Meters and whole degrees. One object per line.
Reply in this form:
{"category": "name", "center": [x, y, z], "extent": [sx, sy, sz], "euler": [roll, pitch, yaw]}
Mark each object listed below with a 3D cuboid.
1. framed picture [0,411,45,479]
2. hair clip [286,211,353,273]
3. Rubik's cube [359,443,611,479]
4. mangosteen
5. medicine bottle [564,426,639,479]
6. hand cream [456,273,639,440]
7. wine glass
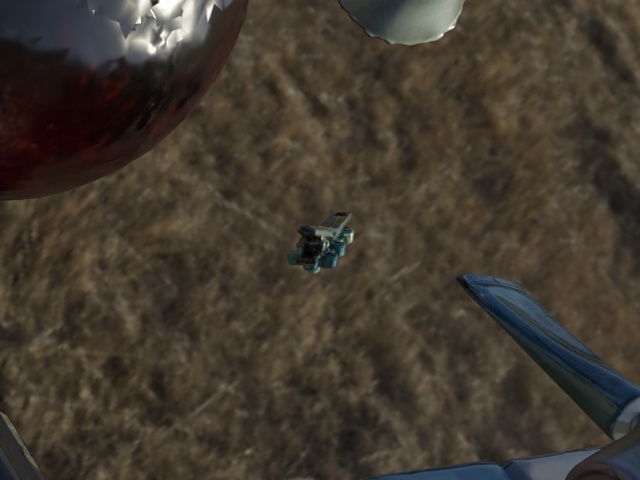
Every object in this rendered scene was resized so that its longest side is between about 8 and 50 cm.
{"category": "framed picture", "center": [-0.226, 0.261, 0.897], "extent": [0.250, 0.184, 0.016], "euler": [51, -1, 29]}
{"category": "hair clip", "center": [-0.001, 0.001, 1.204], "extent": [0.049, 0.049, 0.173], "euler": [49, 14, 1]}
{"category": "Rubik's cube", "center": [0.162, 0.362, 0.834], "extent": [0.344, 0.347, 0.346], "euler": [0, 40, -39]}
{"category": "mangosteen", "center": [-0.159, -0.175, 0.642], "extent": [0.297, 0.293, 0.297], "euler": [43, 5, -5]}
{"category": "medicine bottle", "center": [0.207, 0.112, 0.721], "extent": [0.199, 0.057, 0.057], "euler": [-17, 69, -43]}
{"category": "hand cream", "center": [0.203, 0.095, 1.141], "extent": [0.083, 0.048, 0.224], "euler": [9, 25, -38]}
{"category": "wine glass", "center": [0.115, -0.252, 1.054], "extent": [0.156, 0.232, 0.156], "euler": [4, 81, -26]}
